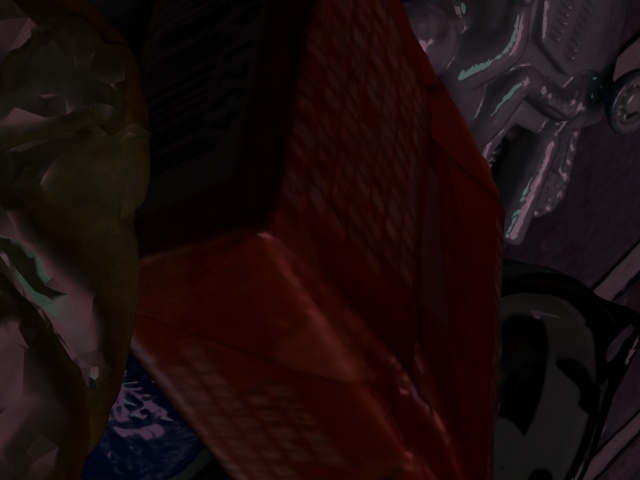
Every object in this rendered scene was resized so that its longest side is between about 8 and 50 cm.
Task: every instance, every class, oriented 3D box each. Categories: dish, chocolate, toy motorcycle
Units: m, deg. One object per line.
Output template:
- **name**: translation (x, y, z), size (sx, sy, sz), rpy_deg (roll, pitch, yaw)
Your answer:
- **dish**: translation (0.044, 0.115, 0.999), size (0.303, 0.120, 0.303), rpy_deg (-27, 134, -32)
- **chocolate**: translation (0.000, 0.000, 0.768), size (0.235, 0.108, 0.237), rpy_deg (56, 28, -39)
- **toy motorcycle**: translation (0.093, -0.115, 0.902), size (0.171, 0.110, 0.260), rpy_deg (-11, 124, -35)

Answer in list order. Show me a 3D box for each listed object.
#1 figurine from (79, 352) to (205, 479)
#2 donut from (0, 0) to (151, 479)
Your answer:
- **figurine**: translation (-0.118, 0.055, 0.781), size (0.262, 0.120, 0.164), rpy_deg (-5, 122, -44)
- **donut**: translation (-0.229, 0.002, 0.551), size (0.360, 0.170, 0.360), rpy_deg (-8, 105, -31)
